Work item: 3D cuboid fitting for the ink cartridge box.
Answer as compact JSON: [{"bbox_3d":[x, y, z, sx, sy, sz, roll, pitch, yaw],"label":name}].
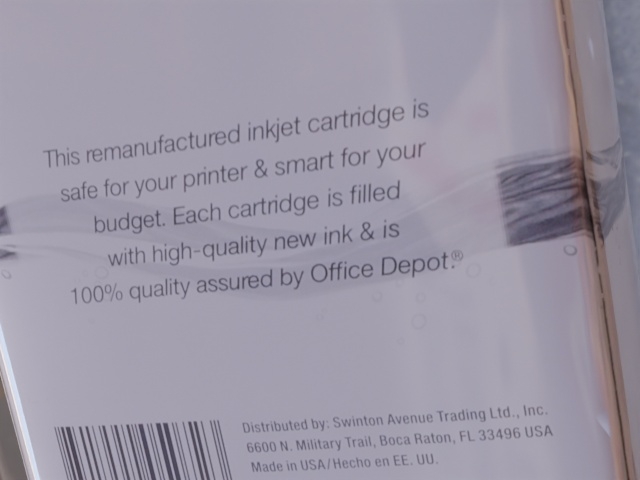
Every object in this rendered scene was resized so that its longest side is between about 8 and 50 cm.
[{"bbox_3d":[0.000,0.000,0.420,0.117,0.207,0.283,-45,-53,-66],"label":"ink cartridge box"}]
